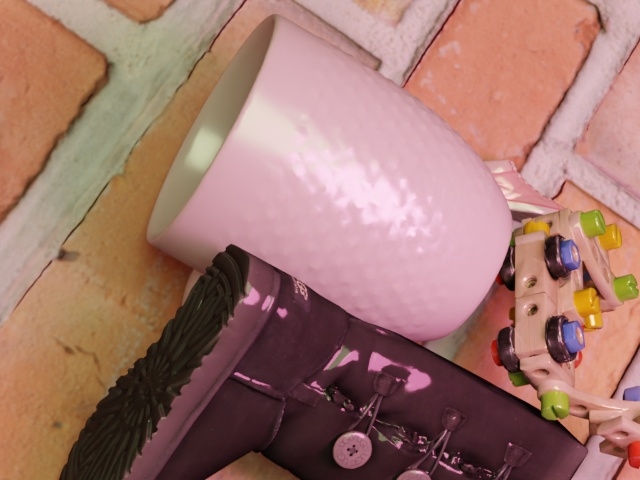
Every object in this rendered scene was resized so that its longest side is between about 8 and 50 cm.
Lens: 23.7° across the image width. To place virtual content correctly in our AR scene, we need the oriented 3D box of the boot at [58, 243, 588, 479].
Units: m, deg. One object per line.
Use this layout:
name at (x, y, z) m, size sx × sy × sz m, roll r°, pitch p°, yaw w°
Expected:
boot at (0.003, 0.244, 1.576) m, size 0.445 × 0.367 × 0.146 m, roll 29°, pitch 23°, yaw -27°

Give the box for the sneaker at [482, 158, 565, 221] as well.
sneaker at (0.237, -0.060, 1.815) m, size 0.134 × 0.051 × 0.070 m, roll 12°, pitch 73°, yaw -8°

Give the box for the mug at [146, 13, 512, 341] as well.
mug at (0.000, 0.000, 1.630) m, size 0.328 × 0.276 × 0.374 m, roll 29°, pitch 95°, yaw -13°

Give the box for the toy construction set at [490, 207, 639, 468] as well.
toy construction set at (0.277, 0.098, 1.647) m, size 0.151 × 0.215 × 0.327 m, roll -27°, pitch 46°, yaw 16°
